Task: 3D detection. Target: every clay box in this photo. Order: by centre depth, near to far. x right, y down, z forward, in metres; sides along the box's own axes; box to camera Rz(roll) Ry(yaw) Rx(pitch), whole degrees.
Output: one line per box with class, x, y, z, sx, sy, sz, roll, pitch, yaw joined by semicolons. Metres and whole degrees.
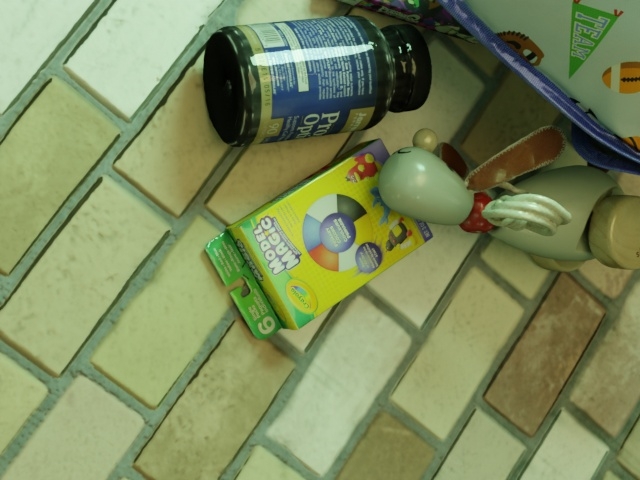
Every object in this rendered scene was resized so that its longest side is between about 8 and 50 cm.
clay box;0.000;0.000;1.250;0.222;0.053;0.127;-34;101;-23

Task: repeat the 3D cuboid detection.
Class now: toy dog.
toy dog;0.231;-0.069;1.280;0.334;0.220;0.161;21;77;-49

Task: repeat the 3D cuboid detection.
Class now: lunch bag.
lunch bag;0.331;-0.252;1.206;0.385;0.239;0.328;37;41;-15

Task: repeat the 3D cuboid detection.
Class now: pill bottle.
pill bottle;-0.001;-0.169;1.217;0.219;0.123;0.123;-10;92;-24

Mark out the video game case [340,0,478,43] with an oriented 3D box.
video game case;0.111;-0.361;1.319;0.210;0.042;0.232;13;83;-22
